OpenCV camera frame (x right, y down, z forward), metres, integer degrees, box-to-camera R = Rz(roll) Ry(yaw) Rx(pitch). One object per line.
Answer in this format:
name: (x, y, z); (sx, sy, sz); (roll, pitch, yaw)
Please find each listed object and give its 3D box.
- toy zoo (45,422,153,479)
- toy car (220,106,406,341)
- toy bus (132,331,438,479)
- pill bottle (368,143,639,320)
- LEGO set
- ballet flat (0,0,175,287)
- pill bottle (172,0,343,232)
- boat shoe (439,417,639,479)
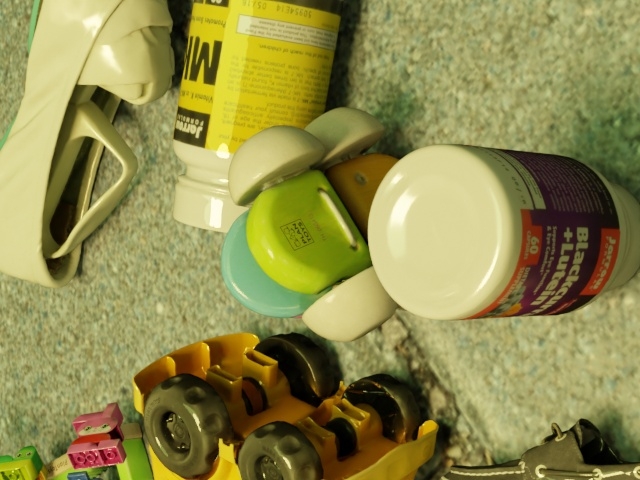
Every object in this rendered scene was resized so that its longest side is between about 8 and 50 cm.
toy zoo: (-0.196, 0.338, 1.300); (0.192, 0.030, 0.293); (-32, 68, 36)
toy car: (0.000, 0.000, 1.043); (0.136, 0.182, 0.159); (-38, 80, 39)
toy bus: (-0.033, 0.200, 1.100); (0.220, 0.149, 0.211); (20, 115, 37)
pill bottle: (0.130, -0.004, 0.916); (0.108, 0.193, 0.108); (0, 89, 41)
LEGO set: (-0.262, 0.206, 1.285); (0.227, 0.093, 0.087); (-10, 118, 15)
ballet flat: (-0.203, -0.125, 1.273); (0.139, 0.139, 0.400); (45, 121, 33)
pill bottle: (-0.053, -0.113, 1.129); (0.119, 0.119, 0.208); (15, 99, 40)
boat shoe: (0.179, 0.157, 0.948); (0.228, 0.080, 0.076); (-2, 82, 40)
